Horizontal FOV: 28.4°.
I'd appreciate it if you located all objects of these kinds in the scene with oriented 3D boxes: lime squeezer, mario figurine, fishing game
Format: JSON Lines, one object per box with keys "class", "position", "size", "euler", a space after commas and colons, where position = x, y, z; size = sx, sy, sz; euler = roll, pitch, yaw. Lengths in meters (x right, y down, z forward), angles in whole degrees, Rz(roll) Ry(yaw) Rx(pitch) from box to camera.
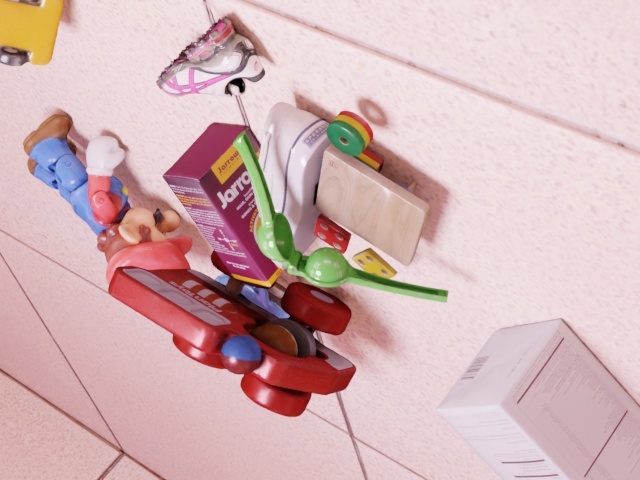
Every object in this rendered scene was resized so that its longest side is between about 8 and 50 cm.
{"class": "lime squeezer", "position": [0.000, 0.000, 1.456], "size": [0.310, 0.110, 0.059], "euler": [38, -159, -15]}
{"class": "mario figurine", "position": [-0.301, -0.056, 1.931], "size": [0.320, 0.170, 0.198], "euler": [47, -166, 13]}
{"class": "fishing game", "position": [-0.095, 0.120, 1.972], "size": [0.189, 0.041, 0.264], "euler": [29, 145, 25]}

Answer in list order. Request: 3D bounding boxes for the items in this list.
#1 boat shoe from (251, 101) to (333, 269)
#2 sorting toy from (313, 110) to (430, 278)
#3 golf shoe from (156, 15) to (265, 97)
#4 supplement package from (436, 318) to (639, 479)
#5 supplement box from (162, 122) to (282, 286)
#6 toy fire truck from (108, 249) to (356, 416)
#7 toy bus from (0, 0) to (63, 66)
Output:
{"class": "boat shoe", "position": [-0.041, -0.064, 1.515], "size": [0.088, 0.096, 0.267], "euler": [38, 155, 17]}
{"class": "sorting toy", "position": [0.064, -0.045, 1.442], "size": [0.132, 0.046, 0.274], "euler": [33, 154, 12]}
{"class": "golf shoe", "position": [-0.130, -0.190, 1.465], "size": [0.086, 0.067, 0.186], "euler": [46, 155, -14]}
{"class": "supplement package", "position": [0.281, 0.229, 1.471], "size": [0.244, 0.139, 0.134], "euler": [47, 154, -12]}
{"class": "supplement box", "position": [-0.102, -0.045, 1.621], "size": [0.081, 0.104, 0.188], "euler": [11, 142, 48]}
{"class": "toy fire truck", "position": [-0.111, 0.122, 1.699], "size": [0.302, 0.169, 0.254], "euler": [31, -167, 20]}
{"class": "toy bus", "position": [-0.498, -0.316, 1.596], "size": [0.333, 0.130, 0.108], "euler": [9, 121, -18]}
